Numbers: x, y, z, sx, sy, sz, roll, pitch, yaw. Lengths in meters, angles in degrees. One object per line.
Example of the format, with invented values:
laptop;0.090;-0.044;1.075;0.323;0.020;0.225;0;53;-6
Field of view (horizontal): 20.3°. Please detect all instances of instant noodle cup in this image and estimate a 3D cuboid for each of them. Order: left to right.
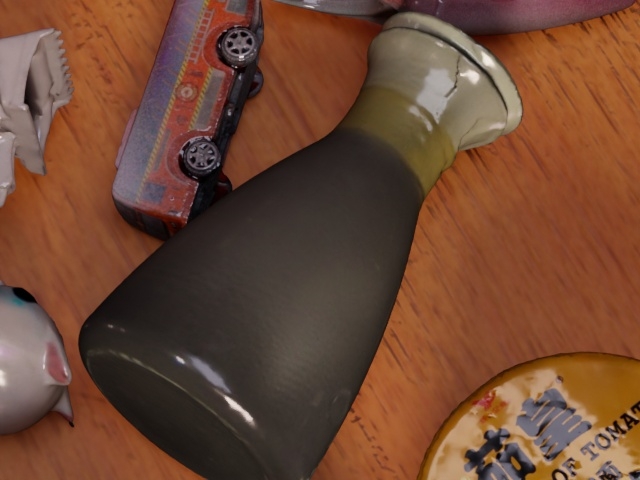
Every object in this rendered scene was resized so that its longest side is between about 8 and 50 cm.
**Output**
instant noodle cup;0.153;0.193;1.114;0.215;0.172;0.216;2;72;-5

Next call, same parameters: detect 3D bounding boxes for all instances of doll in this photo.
doll;-0.250;0.072;1.147;0.180;0.110;0.107;0;74;-8

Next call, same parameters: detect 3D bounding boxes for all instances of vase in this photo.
vase;0.000;0.000;1.176;0.173;0.173;0.321;35;66;6

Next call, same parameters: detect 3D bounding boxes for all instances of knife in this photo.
knife;0.108;-0.173;1.284;0.278;0.123;0.053;-3;95;-19

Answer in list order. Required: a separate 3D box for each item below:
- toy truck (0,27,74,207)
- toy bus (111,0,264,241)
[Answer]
toy truck;-0.288;-0.043;1.165;0.285;0.136;0.111;-21;70;-9
toy bus;-0.088;-0.092;1.241;0.077;0.065;0.192;13;71;10
